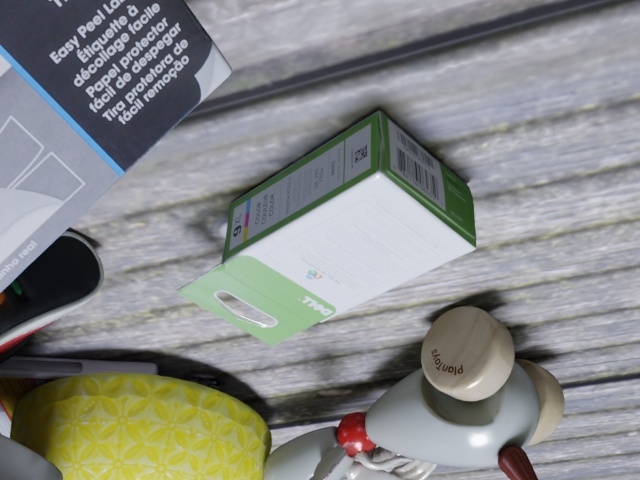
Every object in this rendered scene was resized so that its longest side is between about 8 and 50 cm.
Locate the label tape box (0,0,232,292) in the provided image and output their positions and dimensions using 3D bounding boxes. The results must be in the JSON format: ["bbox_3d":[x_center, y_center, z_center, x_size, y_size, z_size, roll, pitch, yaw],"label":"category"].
[{"bbox_3d":[-0.226,-0.119,0.319,0.240,0.106,0.334,-45,136,-7],"label":"label tape box"}]

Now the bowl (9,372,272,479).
[{"bbox_3d":[-0.200,0.278,0.840,0.289,0.156,0.289,1,142,1],"label":"bowl"}]

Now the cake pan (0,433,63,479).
[{"bbox_3d":[-0.351,0.185,0.671,0.293,0.054,0.293,13,151,8],"label":"cake pan"}]

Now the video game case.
[{"bbox_3d":[-0.317,0.188,0.874,0.285,0.025,0.204,4,141,-3],"label":"video game case"}]

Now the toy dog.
[{"bbox_3d":[0.095,0.215,0.760,0.220,0.161,0.334,17,131,-25],"label":"toy dog"}]

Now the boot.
[{"bbox_3d":[-0.308,0.078,0.605,0.176,0.088,0.244,-32,172,37],"label":"boot"}]

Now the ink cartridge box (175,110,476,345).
[{"bbox_3d":[0.000,0.000,0.595,0.209,0.062,0.109,-29,132,34],"label":"ink cartridge box"}]
